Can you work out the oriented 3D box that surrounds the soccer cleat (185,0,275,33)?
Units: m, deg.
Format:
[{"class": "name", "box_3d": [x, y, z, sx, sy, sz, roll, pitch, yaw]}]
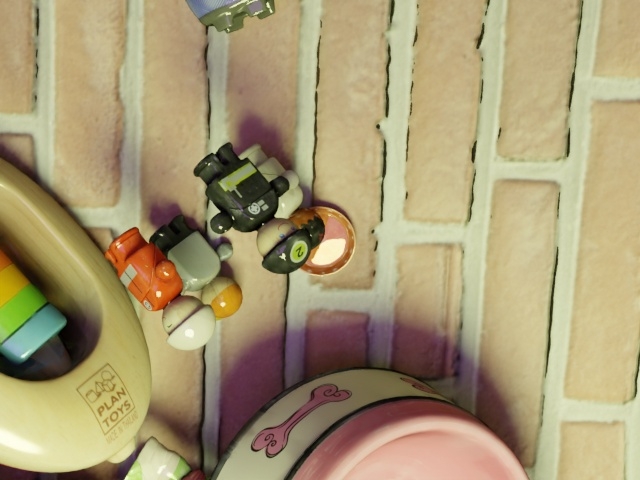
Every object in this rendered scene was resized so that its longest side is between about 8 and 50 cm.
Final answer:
[{"class": "soccer cleat", "box_3d": [-0.022, -0.330, 1.251, 0.289, 0.093, 0.121, -26, 93, 9]}]

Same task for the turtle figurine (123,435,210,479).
[{"class": "turtle figurine", "box_3d": [-0.123, 0.365, 1.367, 0.266, 0.198, 0.275, 29, 100, 2]}]

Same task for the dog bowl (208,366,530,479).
[{"class": "dog bowl", "box_3d": [0.071, 0.346, 1.264, 0.407, 0.150, 0.408, 0, 91, -32]}]

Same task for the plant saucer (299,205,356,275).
[{"class": "plant saucer", "box_3d": [0.000, 0.000, 1.365, 0.083, 0.013, 0.084, 1, 104, 4]}]

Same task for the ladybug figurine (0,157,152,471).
[{"class": "ladybug figurine", "box_3d": [-0.375, 0.082, 1.284, 0.449, 0.305, 0.162, 51, 130, -2]}]

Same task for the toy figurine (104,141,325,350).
[{"class": "toy figurine", "box_3d": [-0.102, 0.006, 1.272, 0.213, 0.209, 0.148, -41, 86, 11]}]
